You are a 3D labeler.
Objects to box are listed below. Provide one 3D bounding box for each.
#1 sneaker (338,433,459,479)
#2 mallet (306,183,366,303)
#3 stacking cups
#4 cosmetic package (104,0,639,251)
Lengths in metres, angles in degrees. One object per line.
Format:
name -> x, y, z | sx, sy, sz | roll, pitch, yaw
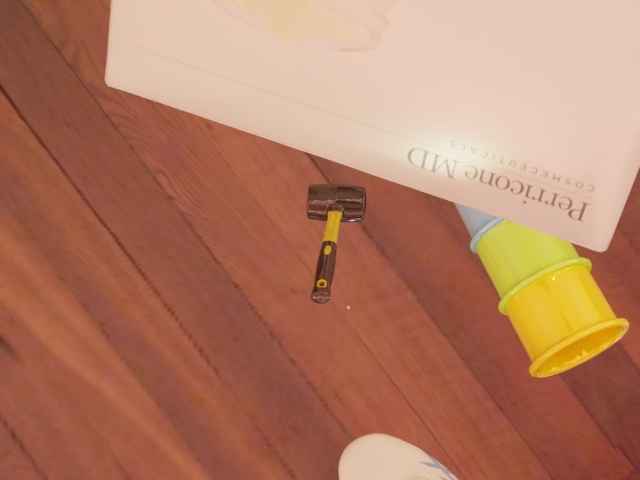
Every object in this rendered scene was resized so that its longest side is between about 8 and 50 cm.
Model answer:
sneaker -> 0.087, 0.207, 0.787 | 0.085, 0.086, 0.237 | -28, 46, -14
mallet -> 0.000, 0.000, 1.142 | 0.062, 0.189, 0.039 | 8, 123, 10
stacking cups -> 0.155, -0.035, 1.054 | 0.096, 0.096, 0.316 | -27, 69, 0
cosmetic package -> 0.048, -0.148, 0.465 | 0.224, 0.138, 0.224 | 19, 127, 11
